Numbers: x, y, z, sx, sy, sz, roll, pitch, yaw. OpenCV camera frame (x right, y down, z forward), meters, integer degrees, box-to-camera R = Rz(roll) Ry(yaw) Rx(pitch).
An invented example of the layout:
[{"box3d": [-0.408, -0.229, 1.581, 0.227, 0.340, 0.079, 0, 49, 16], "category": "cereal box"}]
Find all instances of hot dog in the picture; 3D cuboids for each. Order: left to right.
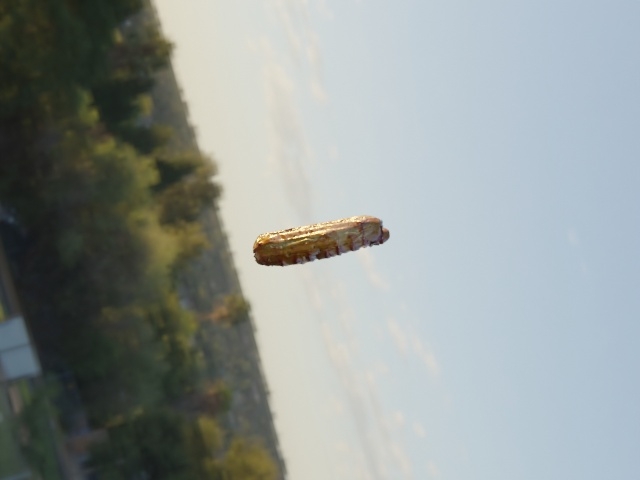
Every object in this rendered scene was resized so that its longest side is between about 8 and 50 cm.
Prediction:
[{"box3d": [0.001, 0.002, 1.426, 0.062, 0.144, 0.038, -122, -158, -83], "category": "hot dog"}]
